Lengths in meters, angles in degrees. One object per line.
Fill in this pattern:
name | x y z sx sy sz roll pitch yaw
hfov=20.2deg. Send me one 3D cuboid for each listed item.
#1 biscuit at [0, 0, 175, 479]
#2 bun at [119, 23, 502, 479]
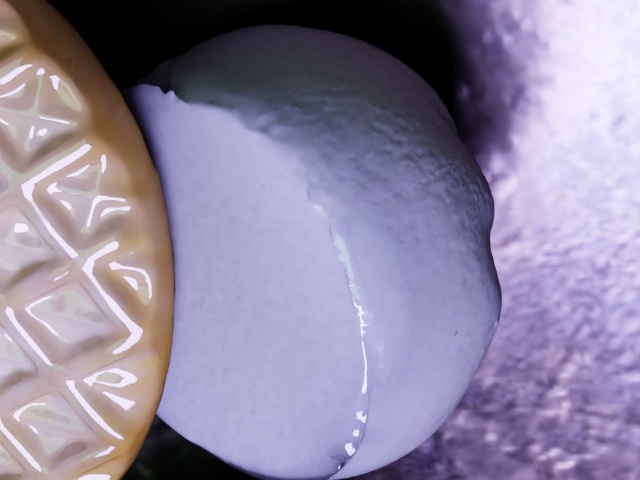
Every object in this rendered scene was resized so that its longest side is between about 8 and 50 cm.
biscuit | -0.183 -0.031 0.632 0.309 0.040 0.204 27 120 -2
bun | 0.000 0.000 0.675 0.173 0.120 0.173 25 127 37
